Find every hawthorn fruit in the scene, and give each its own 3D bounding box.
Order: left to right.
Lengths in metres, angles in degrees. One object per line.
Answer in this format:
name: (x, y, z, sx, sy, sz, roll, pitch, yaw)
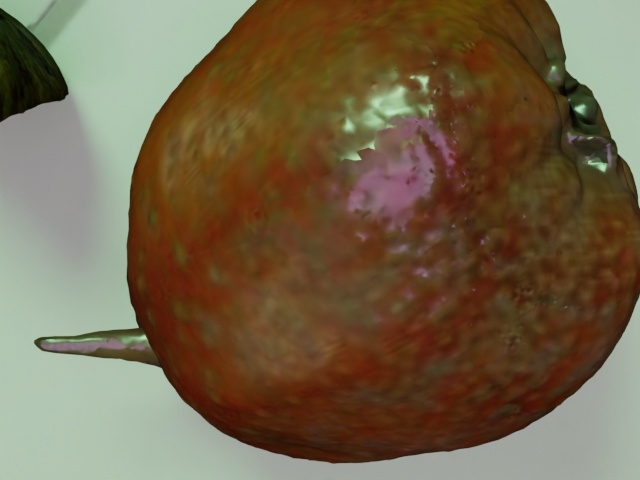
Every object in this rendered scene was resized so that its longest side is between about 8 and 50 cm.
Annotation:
hawthorn fruit: (0.000, 0.000, 0.473, 0.262, 0.210, 0.210, -25, 108, 19)

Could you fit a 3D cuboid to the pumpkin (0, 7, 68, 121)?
pumpkin: (-0.272, -0.097, 0.454, 0.190, 0.139, 0.280, -44, 102, 7)
